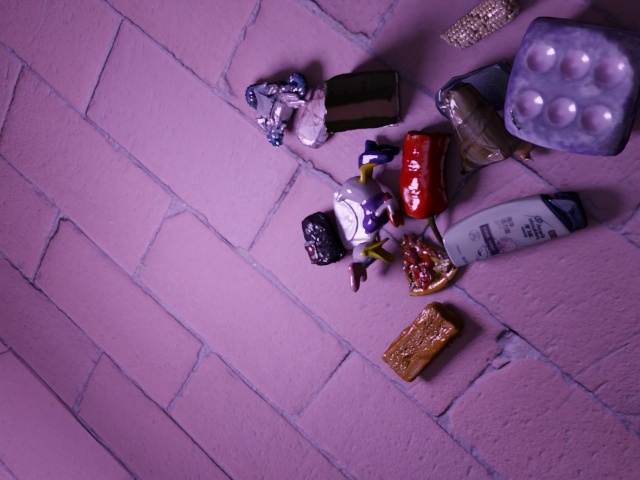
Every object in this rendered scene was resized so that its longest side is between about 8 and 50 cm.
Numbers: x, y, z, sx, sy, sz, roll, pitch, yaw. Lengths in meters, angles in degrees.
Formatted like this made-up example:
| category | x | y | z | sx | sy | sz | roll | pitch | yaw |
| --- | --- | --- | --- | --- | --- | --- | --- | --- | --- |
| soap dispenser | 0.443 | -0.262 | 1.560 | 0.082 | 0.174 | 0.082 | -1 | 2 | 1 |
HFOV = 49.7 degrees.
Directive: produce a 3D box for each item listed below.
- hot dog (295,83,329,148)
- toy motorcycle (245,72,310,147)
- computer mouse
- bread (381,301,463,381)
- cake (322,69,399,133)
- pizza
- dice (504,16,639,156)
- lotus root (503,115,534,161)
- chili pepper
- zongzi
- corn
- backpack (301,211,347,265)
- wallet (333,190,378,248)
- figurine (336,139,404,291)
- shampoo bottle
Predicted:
| category | x | y | z | sx | sy | sz | roll | pitch | yaw |
| --- | --- | --- | --- | --- | --- | --- | --- | --- | --- |
| hot dog | -0.006 | -0.359 | 2.023 | 0.108 | 0.059 | 0.191 | 32 | 116 | 15 |
| toy motorcycle | -0.120 | -0.381 | 2.057 | 0.239 | 0.108 | 0.204 | 0 | 102 | 55 |
| computer mouse | 0.405 | -0.385 | 1.776 | 0.231 | 0.071 | 0.126 | -18 | 109 | 25 |
| bread | 0.304 | 0.303 | 2.040 | 0.139 | 0.077 | 0.271 | 40 | 122 | 9 |
| cake | 0.058 | -0.370 | 1.864 | 0.172 | 0.283 | 0.158 | 10 | 111 | 44 |
| pizza | 0.285 | 0.069 | 1.984 | 0.193 | 0.053 | 0.201 | 44 | 124 | 5 |
| dice | 0.584 | -0.351 | 1.563 | 0.270 | 0.271 | 0.270 | 18 | 113 | 23 |
| lotus root | 0.503 | -0.266 | 1.759 | 0.073 | 0.062 | 0.150 | -16 | 95 | 33 |
| chili pepper | 0.283 | -0.127 | 1.886 | 0.134 | 0.131 | 0.338 | 8 | 109 | 28 |
| zongzi | 0.369 | -0.281 | 1.762 | 0.221 | 0.112 | 0.242 | 52 | 162 | -5 |
| corn | 0.398 | -0.540 | 1.723 | 0.211 | 0.087 | 0.087 | -33 | 88 | 35 |
| backpack | -0.002 | -0.001 | 2.096 | 0.165 | 0.105 | 0.120 | 63 | 161 | 4 |
| wallet | 0.102 | -0.063 | 2.069 | 0.124 | 0.032 | 0.183 | -4 | 102 | 28 |
| figurine | 0.138 | -0.072 | 1.957 | 0.193 | 0.154 | 0.421 | -3 | 100 | 19 |
| shampoo bottle | 0.499 | -0.040 | 1.806 | 0.359 | 0.078 | 0.134 | -20 | 109 | 29 |
